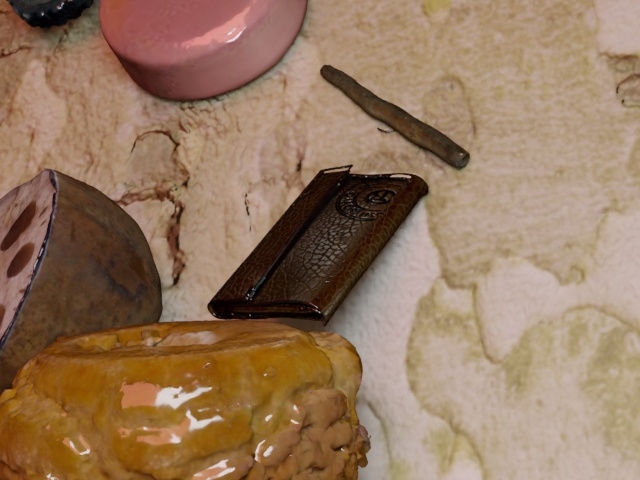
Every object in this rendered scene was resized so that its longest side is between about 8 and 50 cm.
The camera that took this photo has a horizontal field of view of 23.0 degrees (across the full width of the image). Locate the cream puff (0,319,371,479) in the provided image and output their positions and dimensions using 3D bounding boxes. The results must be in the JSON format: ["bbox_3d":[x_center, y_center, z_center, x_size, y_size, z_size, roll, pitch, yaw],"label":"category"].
[{"bbox_3d":[-0.119,0.194,1.394,0.327,0.343,0.231,-3,93,44],"label":"cream puff"}]

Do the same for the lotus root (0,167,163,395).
[{"bbox_3d":[-0.276,0.075,1.588,0.272,0.192,0.272,-29,48,38],"label":"lotus root"}]

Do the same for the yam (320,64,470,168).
[{"bbox_3d":[0.074,-0.135,1.700,0.027,0.029,0.234,-24,43,-31],"label":"yam"}]

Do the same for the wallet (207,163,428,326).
[{"bbox_3d":[0.000,0.000,1.570,0.133,0.039,0.243,4,34,31],"label":"wallet"}]

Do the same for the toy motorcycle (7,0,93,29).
[{"bbox_3d":[-0.331,-0.452,2.011,0.237,0.169,0.410,-30,57,9],"label":"toy motorcycle"}]

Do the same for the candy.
[{"bbox_3d":[-0.132,-0.283,1.845,0.255,0.094,0.255,-11,53,15],"label":"candy"}]
